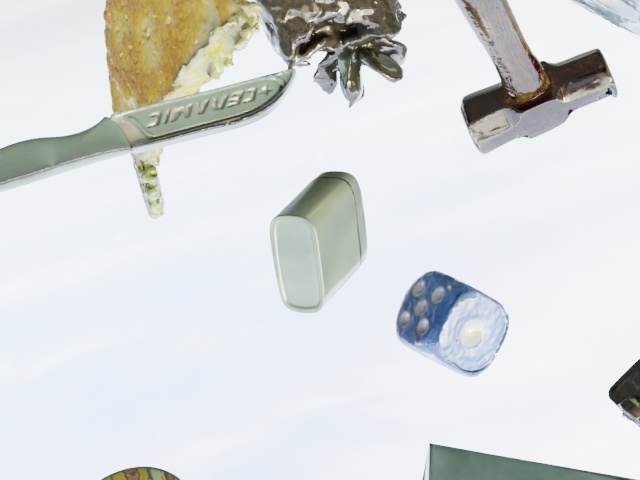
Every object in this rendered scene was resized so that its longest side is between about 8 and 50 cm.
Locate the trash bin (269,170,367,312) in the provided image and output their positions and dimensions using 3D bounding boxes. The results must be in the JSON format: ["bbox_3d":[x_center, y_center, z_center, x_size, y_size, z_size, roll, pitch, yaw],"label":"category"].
[{"bbox_3d":[0.000,0.000,1.181,0.059,0.116,0.130,1,-156,24],"label":"trash bin"}]

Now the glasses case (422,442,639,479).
[{"bbox_3d":[0.244,0.298,1.189,0.266,0.056,0.105,10,-145,2],"label":"glasses case"}]

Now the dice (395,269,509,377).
[{"bbox_3d":[0.224,0.141,1.852,0.143,0.146,0.146,-63,-153,-6],"label":"dice"}]

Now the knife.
[{"bbox_3d":[-0.110,-0.056,0.581,0.210,0.015,0.028,-16,-118,-9],"label":"knife"}]

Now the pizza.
[{"bbox_3d":[-0.142,-0.214,1.159,0.075,0.279,0.288,-4,-171,-39],"label":"pizza"}]

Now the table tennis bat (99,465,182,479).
[{"bbox_3d":[-0.156,0.237,0.807,0.100,0.019,0.155,40,-110,15],"label":"table tennis bat"}]

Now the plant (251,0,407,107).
[{"bbox_3d":[0.009,-0.323,1.578,0.188,0.276,0.199,-34,-164,0],"label":"plant"}]

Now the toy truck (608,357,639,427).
[{"bbox_3d":[0.349,0.181,0.949,0.074,0.088,0.201,-46,-138,2],"label":"toy truck"}]

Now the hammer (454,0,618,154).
[{"bbox_3d":[0.284,-0.286,1.621,0.243,0.409,0.095,-22,-121,16],"label":"hammer"}]

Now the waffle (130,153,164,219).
[{"bbox_3d":[-0.246,-0.116,1.516,0.036,0.169,0.183,-12,163,-8],"label":"waffle"}]

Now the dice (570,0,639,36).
[{"bbox_3d":[0.422,-0.421,1.261,0.331,0.327,0.348,29,-171,5],"label":"dice"}]
